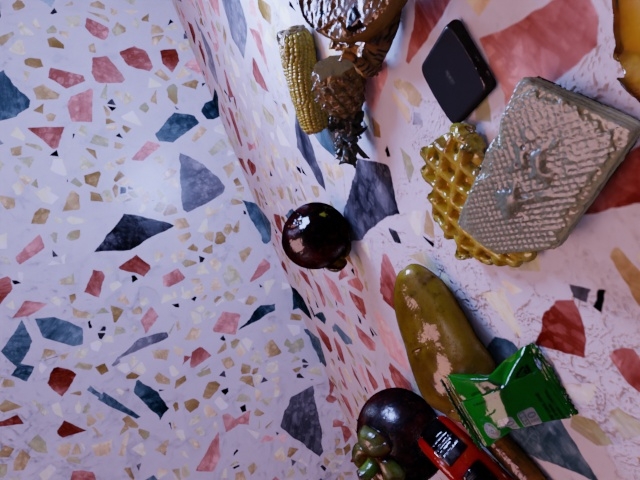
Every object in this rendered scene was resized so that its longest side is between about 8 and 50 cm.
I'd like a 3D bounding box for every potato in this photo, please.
[{"bbox_3d":[0.267,0.229,0.989,0.369,0.176,0.195,67,-170,15],"label":"potato"}]

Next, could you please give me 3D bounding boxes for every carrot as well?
[{"bbox_3d":[0.427,0.489,0.984,0.314,0.066,0.066,47,154,49],"label":"carrot"}]

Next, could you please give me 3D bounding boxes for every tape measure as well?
[{"bbox_3d":[0.365,0.553,1.077,0.260,0.114,0.253,49,171,-20],"label":"tape measure"}]

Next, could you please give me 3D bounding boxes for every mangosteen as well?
[{"bbox_3d":[0.000,0.000,1.444,0.265,0.228,0.228,40,-178,-36],"label":"mangosteen"},{"bbox_3d":[0.233,0.617,1.376,0.300,0.300,0.300,57,161,32],"label":"mangosteen"}]

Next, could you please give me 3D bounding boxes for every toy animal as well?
[{"bbox_3d":[0.106,-0.390,0.789,0.255,0.116,0.114,125,146,-55],"label":"toy animal"}]

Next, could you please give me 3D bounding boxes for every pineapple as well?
[{"bbox_3d":[0.054,-0.290,1.017,0.128,0.128,0.248,50,161,45],"label":"pineapple"}]

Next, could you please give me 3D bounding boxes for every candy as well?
[{"bbox_3d":[0.337,0.286,0.814,0.078,0.203,0.141,21,-139,-46],"label":"candy"}]

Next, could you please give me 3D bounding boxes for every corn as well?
[{"bbox_3d":[-0.045,-0.420,1.185,0.106,0.106,0.293,43,151,55],"label":"corn"}]

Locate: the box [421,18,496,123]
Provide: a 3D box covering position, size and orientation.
[{"bbox_3d":[0.217,-0.265,0.706,0.126,0.027,0.125,63,166,8],"label":"box"}]

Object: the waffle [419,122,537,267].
[{"bbox_3d":[0.267,-0.074,0.755,0.291,0.051,0.291,56,162,29],"label":"waffle"}]

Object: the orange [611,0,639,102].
[{"bbox_3d":[0.278,-0.197,0.208,0.274,0.274,0.310,105,-178,-65],"label":"orange"}]

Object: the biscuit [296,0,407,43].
[{"bbox_3d":[0.064,-0.454,0.690,0.296,0.075,0.296,6,97,49],"label":"biscuit"}]

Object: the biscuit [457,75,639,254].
[{"bbox_3d":[0.284,-0.075,0.594,0.150,0.052,0.252,44,145,30],"label":"biscuit"}]
